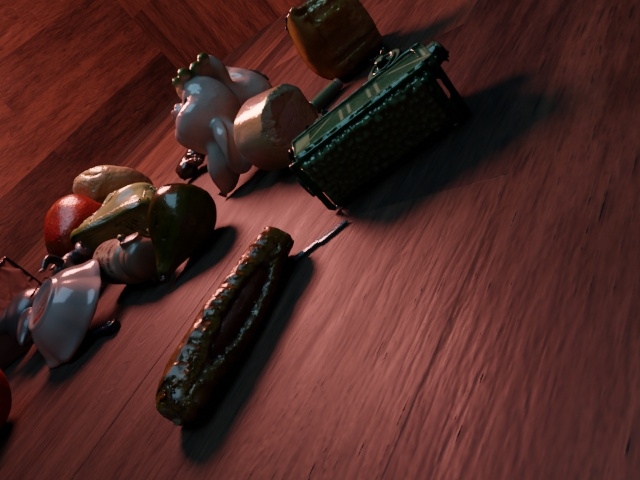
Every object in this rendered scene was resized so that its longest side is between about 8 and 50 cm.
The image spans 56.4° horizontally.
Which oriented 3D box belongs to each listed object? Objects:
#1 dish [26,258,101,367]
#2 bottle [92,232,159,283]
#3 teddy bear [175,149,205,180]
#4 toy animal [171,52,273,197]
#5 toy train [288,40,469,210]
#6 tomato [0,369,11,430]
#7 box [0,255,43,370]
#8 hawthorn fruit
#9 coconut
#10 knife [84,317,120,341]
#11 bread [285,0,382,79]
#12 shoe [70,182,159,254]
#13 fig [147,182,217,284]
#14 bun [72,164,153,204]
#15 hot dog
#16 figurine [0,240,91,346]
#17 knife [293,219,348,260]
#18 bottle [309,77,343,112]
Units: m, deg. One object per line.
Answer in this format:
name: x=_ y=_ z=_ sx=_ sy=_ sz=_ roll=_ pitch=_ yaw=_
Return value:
dish: x=-0.519 y=0.134 z=1.173 sx=0.229 sy=0.081 sz=0.229 roll=-28 pitch=49 yaw=38
bottle: x=-0.378 y=0.033 z=1.183 sx=0.097 sy=0.110 sz=0.209 roll=-43 pitch=20 yaw=-31
teddy bear: x=-0.332 y=-0.236 z=1.615 sx=0.160 sy=0.078 sz=0.119 roll=-47 pitch=28 yaw=-14
toy animal: x=-0.205 y=-0.259 z=1.288 sx=0.183 sy=0.247 sz=0.310 roll=-48 pitch=2 yaw=30
toy train: x=0.076 y=-0.166 z=0.834 sx=0.270 sy=0.115 sz=0.154 roll=-35 pitch=33 yaw=15
tomato: x=-0.679 y=0.322 z=1.063 sx=0.260 sy=0.180 sz=0.259 roll=-35 pitch=22 yaw=16
box: x=-0.809 y=0.188 z=1.496 sx=0.153 sy=0.188 sz=0.252 roll=-39 pitch=21 yaw=13
hawthorn fruit: x=-0.647 y=-0.006 z=1.576 sx=0.197 sy=0.196 sz=0.225 roll=-20 pitch=38 yaw=40
coconut: x=-0.082 y=-0.203 z=1.094 sx=0.153 sy=0.147 sz=0.147 roll=-9 pitch=40 yaw=55
knife: x=-0.414 y=0.171 z=1.118 sx=0.121 sy=0.018 sz=0.031 roll=-27 pitch=26 yaw=35
bread: x=0.049 y=-0.427 z=1.299 sx=0.174 sy=0.252 sz=0.133 roll=-38 pitch=67 yaw=6
shoe: x=-0.478 y=-0.044 z=1.456 sx=0.262 sy=0.140 sz=0.128 roll=-25 pitch=38 yaw=23
fig: x=-0.259 y=-0.014 z=1.111 sx=0.133 sy=0.184 sz=0.127 roll=4 pitch=1 yaw=22
bun: x=-0.591 y=-0.128 z=1.699 sx=0.221 sy=0.221 sz=0.134 roll=-17 pitch=67 yaw=44
hot dog: x=-0.113 y=0.090 z=0.734 sx=0.083 sy=0.068 sz=0.288 roll=-27 pitch=28 yaw=46
figurine: x=-0.604 y=0.125 z=1.348 sx=0.193 sy=0.140 sz=0.265 roll=20 pitch=86 yaw=45
knife: x=0.000 y=0.000 z=0.788 sx=0.091 sy=0.005 sz=0.014 roll=-37 pitch=23 yaw=10
bottle: x=0.012 y=-0.309 z=1.270 sx=0.083 sy=0.030 sz=0.030 roll=-46 pitch=24 yaw=-12
